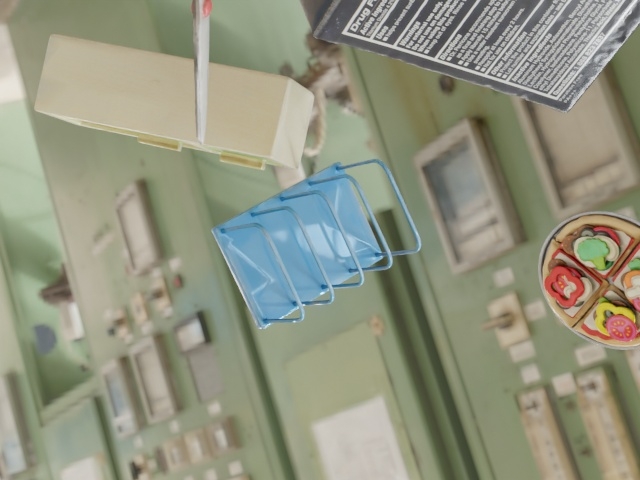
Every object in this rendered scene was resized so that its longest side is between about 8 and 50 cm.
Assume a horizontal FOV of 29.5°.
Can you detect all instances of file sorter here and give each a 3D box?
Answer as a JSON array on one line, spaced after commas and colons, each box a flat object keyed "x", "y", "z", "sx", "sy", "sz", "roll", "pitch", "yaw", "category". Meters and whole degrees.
[{"x": 0.000, "y": 0.000, "z": 1.262, "sx": 0.170, "sy": 0.118, "sz": 0.104, "roll": -30, "pitch": -170, "yaw": -28, "category": "file sorter"}]

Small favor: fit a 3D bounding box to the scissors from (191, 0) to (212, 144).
[{"x": -0.091, "y": -0.209, "z": 0.977, "sx": 0.021, "sy": 0.109, "sz": 0.297, "roll": 10, "pitch": 144, "yaw": 10, "category": "scissors"}]

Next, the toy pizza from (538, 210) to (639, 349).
[{"x": 0.377, "y": 0.058, "z": 1.600, "sx": 0.201, "sy": 0.201, "sz": 0.032, "roll": -27, "pitch": -174, "yaw": 41, "category": "toy pizza"}]

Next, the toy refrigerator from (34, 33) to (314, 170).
[{"x": -0.154, "y": -0.142, "z": 1.287, "sx": 0.270, "sy": 0.094, "sz": 0.102, "roll": 12, "pitch": 179, "yaw": 15, "category": "toy refrigerator"}]

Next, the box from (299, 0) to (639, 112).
[{"x": 0.162, "y": -0.304, "z": 1.069, "sx": 0.294, "sy": 0.182, "sz": 0.296, "roll": 11, "pitch": 131, "yaw": -31, "category": "box"}]
